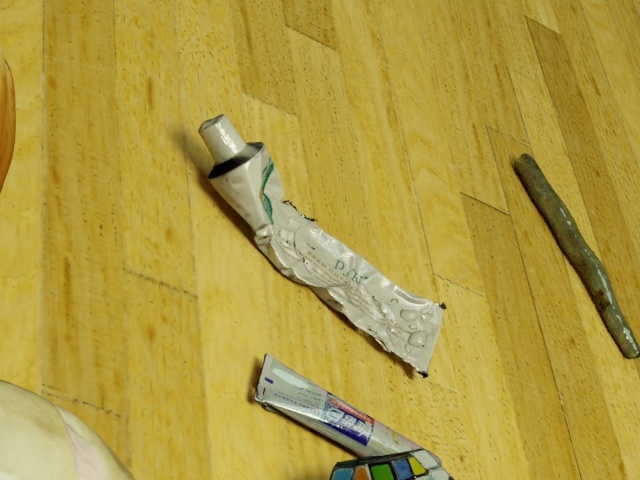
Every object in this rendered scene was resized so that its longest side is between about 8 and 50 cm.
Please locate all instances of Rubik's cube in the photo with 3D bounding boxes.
[{"bbox_3d":[0.044,0.187,0.975,0.093,0.111,0.111,-37,84,-28],"label":"Rubik's cube"}]

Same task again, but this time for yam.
[{"bbox_3d":[0.250,0.014,1.440,0.027,0.029,0.234,-22,67,-10],"label":"yam"}]

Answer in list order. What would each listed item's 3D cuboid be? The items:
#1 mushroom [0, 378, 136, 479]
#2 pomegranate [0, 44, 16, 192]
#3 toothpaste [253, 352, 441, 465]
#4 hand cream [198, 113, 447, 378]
[{"bbox_3d":[-0.183,0.170,0.655,0.255,0.255,0.184,21,7,-32],"label":"mushroom"},{"bbox_3d":[-0.293,-0.069,0.747,0.270,0.252,0.229,-23,101,-16],"label":"pomegranate"},{"bbox_3d":[0.026,0.137,1.066,0.170,0.028,0.045,32,43,-16],"label":"toothpaste"},{"bbox_3d":[-0.003,0.002,1.160,0.257,0.050,0.084,44,35,-14],"label":"hand cream"}]
